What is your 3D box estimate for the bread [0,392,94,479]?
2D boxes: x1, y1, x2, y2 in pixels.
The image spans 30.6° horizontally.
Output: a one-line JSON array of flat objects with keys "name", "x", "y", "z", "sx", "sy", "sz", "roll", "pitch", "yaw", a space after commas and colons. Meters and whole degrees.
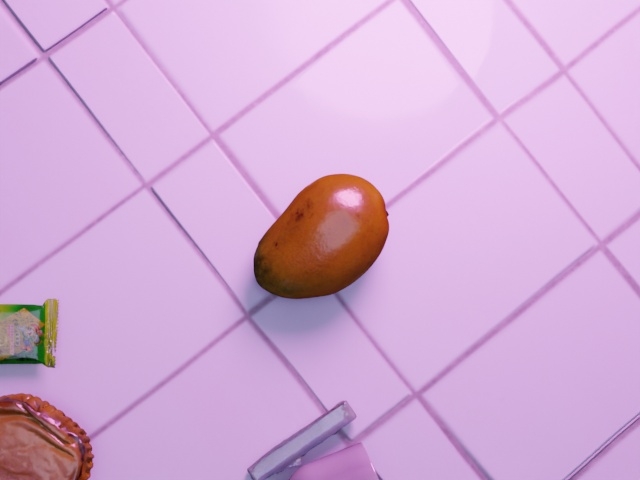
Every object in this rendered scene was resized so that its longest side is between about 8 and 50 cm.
[{"name": "bread", "x": -0.420, "y": 0.312, "z": 1.649, "sx": 0.199, "sy": 0.104, "sz": 0.199, "roll": 0, "pitch": 85, "yaw": -1}]

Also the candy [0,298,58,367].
[{"name": "candy", "x": -0.472, "y": 0.135, "z": 1.699, "sx": 0.178, "sy": 0.032, "sz": 0.102, "roll": 0, "pitch": 83, "yaw": -5}]

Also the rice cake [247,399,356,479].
[{"name": "rice cake", "x": -0.026, "y": 0.301, "z": 1.723, "sx": 0.180, "sy": 0.030, "sz": 0.042, "roll": -34, "pitch": 91, "yaw": -7}]

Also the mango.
[{"name": "mango", "x": 0.006, "y": 0.002, "z": 1.720, "sx": 0.151, "sy": 0.120, "sz": 0.221, "roll": 40, "pitch": 88, "yaw": 4}]

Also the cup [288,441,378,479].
[{"name": "cup", "x": 0.018, "y": 0.387, "z": 1.683, "sx": 0.142, "sy": 0.173, "sz": 0.134, "roll": -20, "pitch": 54, "yaw": -6}]
